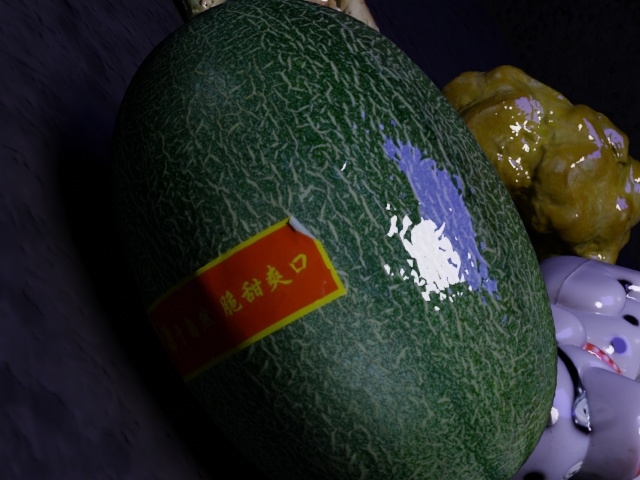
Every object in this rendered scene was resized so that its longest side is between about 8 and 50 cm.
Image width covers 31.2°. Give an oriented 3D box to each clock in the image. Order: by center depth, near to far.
[{"bbox_3d":[0.166,0.114,0.844,0.189,0.189,0.254,60,24,8],"label":"clock"}]

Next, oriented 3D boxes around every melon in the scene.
[{"bbox_3d":[0.000,0.000,0.550,0.287,0.182,0.182,62,18,10],"label":"melon"}]

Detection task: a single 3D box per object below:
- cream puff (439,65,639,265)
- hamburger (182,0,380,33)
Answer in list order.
[{"bbox_3d":[0.205,-0.045,1.215,0.282,0.185,0.282,31,-16,10],"label":"cream puff"},{"bbox_3d":[-0.020,-0.145,0.870,0.131,0.124,0.262,62,4,-76],"label":"hamburger"}]
